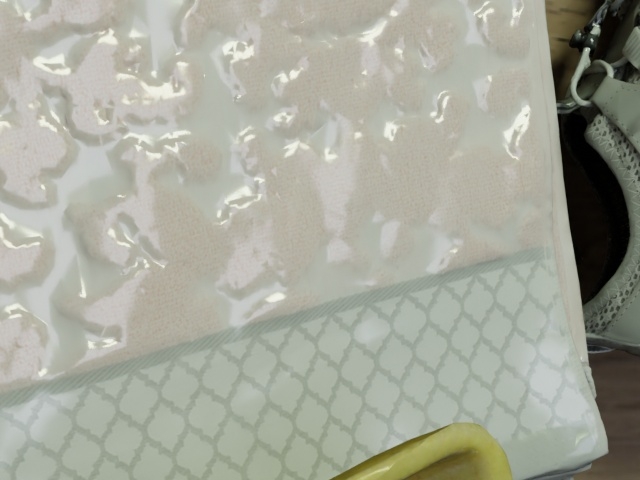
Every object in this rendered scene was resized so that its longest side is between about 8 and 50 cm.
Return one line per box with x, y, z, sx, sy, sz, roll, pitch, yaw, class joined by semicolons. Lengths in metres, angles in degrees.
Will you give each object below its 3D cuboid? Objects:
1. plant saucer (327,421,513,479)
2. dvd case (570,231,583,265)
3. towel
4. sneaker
-0.066;0.255;0.489;0.332;0.081;0.333;-22;112;-31;plant saucer
0.000;0.000;0.623;0.221;0.018;0.165;-36;110;-22;dvd case
-0.051;-0.022;0.550;0.331;0.053;0.317;-14;97;-25;towel
0.151;-0.079;0.652;0.115;0.105;0.281;-1;78;3;sneaker
